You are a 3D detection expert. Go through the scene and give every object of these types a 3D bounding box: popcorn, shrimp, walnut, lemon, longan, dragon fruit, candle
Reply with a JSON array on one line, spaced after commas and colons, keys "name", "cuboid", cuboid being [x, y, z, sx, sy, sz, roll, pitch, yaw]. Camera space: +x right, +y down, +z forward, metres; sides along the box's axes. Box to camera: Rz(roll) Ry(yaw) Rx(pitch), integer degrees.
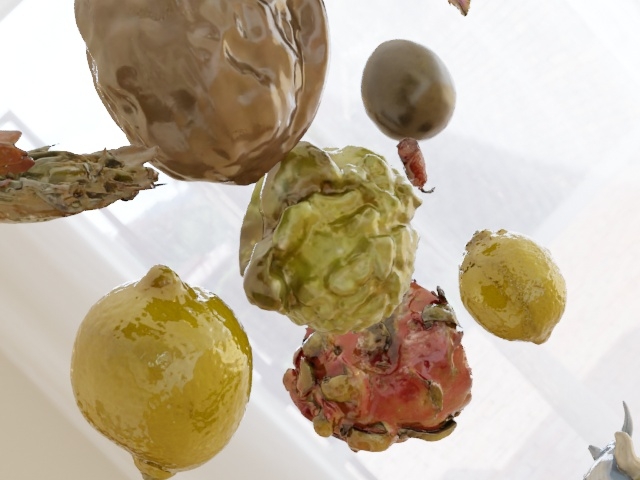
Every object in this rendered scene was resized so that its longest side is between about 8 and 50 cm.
[{"name": "popcorn", "cuboid": [0.000, 0.000, 1.077, 0.206, 0.236, 0.251, -25, -5, 42]}, {"name": "shrimp", "cuboid": [-0.247, -0.053, 0.735, 0.249, 0.068, 0.150, -4, -10, 8]}, {"name": "walnut", "cuboid": [-0.109, -0.181, 0.896, 0.227, 0.273, 0.273, -26, 0, -12]}, {"name": "lemon", "cuboid": [-0.161, 0.137, 0.948, 0.187, 0.187, 0.244, -54, -33, -66]}, {"name": "longan", "cuboid": [0.174, -0.298, 1.850, 0.197, 0.220, 0.196, -29, 17, 10]}, {"name": "dragon fruit", "cuboid": [0.081, 0.242, 1.562, 0.263, 0.314, 0.296, -22, 24, -30]}, {"name": "lemon", "cuboid": [0.381, 0.089, 1.833, 0.204, 0.260, 0.204, -32, -9, -6]}, {"name": "candle", "cuboid": [0.164, -0.122, 1.549, 0.162, 0.048, 0.053, 56, -138, -63]}]

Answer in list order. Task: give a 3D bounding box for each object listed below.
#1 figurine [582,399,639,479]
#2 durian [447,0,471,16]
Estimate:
[{"name": "figurine", "cuboid": [0.343, 0.274, 0.941, 0.128, 0.184, 0.208, 107, 156, -46]}, {"name": "durian", "cuboid": [0.098, -0.425, 1.102, 0.187, 0.260, 0.153, 13, 55, 32]}]
